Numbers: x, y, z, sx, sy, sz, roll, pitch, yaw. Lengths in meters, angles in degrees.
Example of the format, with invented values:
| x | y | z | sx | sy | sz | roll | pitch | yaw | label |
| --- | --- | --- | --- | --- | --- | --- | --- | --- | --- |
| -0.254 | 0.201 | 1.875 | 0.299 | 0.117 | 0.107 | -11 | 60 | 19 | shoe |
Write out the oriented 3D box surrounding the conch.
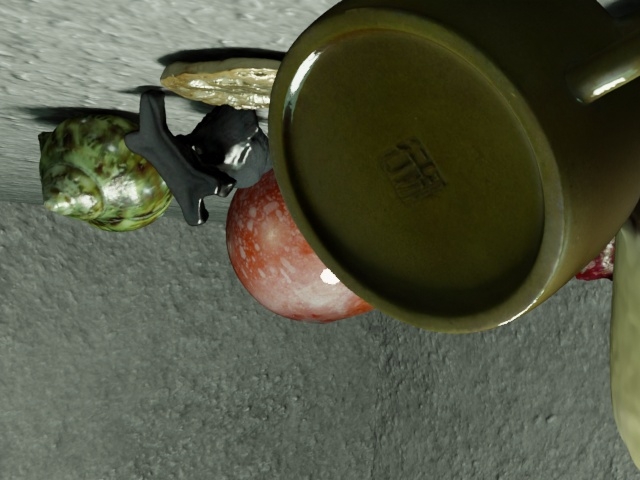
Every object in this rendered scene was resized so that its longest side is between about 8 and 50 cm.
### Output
| x | y | z | sx | sy | sz | roll | pitch | yaw | label |
| --- | --- | --- | --- | --- | --- | --- | --- | --- | --- |
| -0.249 | -0.076 | 1.233 | 0.187 | 0.124 | 0.181 | 10 | 178 | 27 | conch |

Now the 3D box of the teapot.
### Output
| x | y | z | sx | sy | sz | roll | pitch | yaw | label |
| --- | --- | --- | --- | --- | --- | --- | --- | --- | --- |
| 0.099 | -0.072 | 0.590 | 0.267 | 0.185 | 0.175 | -24 | -169 | 48 | teapot |

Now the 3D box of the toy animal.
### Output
| x | y | z | sx | sy | sz | roll | pitch | yaw | label |
| --- | --- | --- | --- | --- | --- | --- | --- | --- | --- |
| -0.090 | -0.108 | 1.105 | 0.117 | 0.121 | 0.210 | -48 | 172 | 25 | toy animal |

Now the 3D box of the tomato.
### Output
| x | y | z | sx | sy | sz | roll | pitch | yaw | label |
| --- | --- | --- | --- | --- | --- | --- | --- | --- | --- |
| 0.000 | 0.000 | 1.514 | 0.270 | 0.227 | 0.270 | 4 | 175 | 0 | tomato |

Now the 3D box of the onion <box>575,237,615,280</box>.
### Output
| x | y | z | sx | sy | sz | roll | pitch | yaw | label |
| --- | --- | --- | --- | --- | --- | --- | --- | --- | --- |
| 0.323 | -0.053 | 1.351 | 0.173 | 0.135 | 0.198 | -16 | -131 | -37 | onion |

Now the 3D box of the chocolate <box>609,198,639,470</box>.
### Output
| x | y | z | sx | sy | sz | roll | pitch | yaw | label |
| --- | --- | --- | --- | --- | --- | --- | --- | --- | --- |
| 0.312 | 0.059 | 0.676 | 0.326 | 0.297 | 0.314 | 5 | -152 | -11 | chocolate |

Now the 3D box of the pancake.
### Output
| x | y | z | sx | sy | sz | roll | pitch | yaw | label |
| --- | --- | --- | --- | --- | --- | --- | --- | --- | --- |
| -0.054 | -0.129 | 0.908 | 0.151 | 0.025 | 0.151 | 3 | 176 | 0 | pancake |
